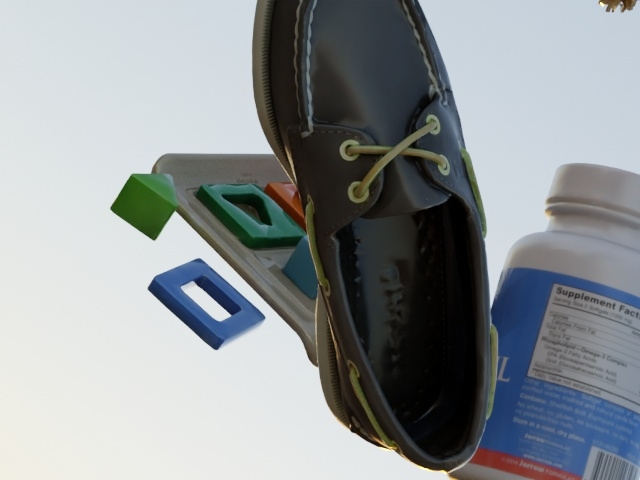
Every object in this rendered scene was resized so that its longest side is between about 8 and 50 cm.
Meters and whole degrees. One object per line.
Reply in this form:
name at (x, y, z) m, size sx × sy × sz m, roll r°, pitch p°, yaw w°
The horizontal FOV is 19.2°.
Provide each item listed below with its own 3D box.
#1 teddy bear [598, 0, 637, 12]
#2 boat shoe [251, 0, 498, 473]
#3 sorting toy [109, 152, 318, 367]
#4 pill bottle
teddy bear at (0.235, -0.269, 0.987) m, size 0.113 × 0.338 × 0.245 m, roll -159°, pitch -133°, yaw -76°
boat shoe at (0.029, -0.017, 0.764) m, size 0.068 × 0.081 × 0.228 m, roll -149°, pitch -135°, yaw -64°
sorting toy at (0.000, 0.000, 1.327) m, size 0.347 × 0.047 × 0.196 m, roll -3°, pitch 45°, yaw -53°
pill bottle at (0.169, 0.068, 1.241) m, size 0.124 × 0.221 × 0.124 m, roll 17°, pitch -11°, yaw 3°
